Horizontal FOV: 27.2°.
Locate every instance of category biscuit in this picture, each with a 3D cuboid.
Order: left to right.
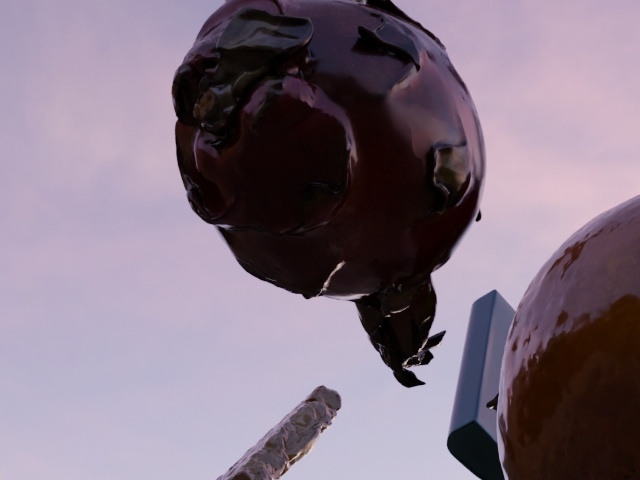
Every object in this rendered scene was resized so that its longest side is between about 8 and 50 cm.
[{"bbox_3d":[-0.057,0.184,1.009,0.144,0.224,0.033,-43,-94,16],"label":"biscuit"}]

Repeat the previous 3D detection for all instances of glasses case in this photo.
[{"bbox_3d":[0.238,0.201,1.817,0.070,0.301,0.117,-35,-72,28],"label":"glasses case"}]

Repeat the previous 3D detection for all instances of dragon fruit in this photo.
[{"bbox_3d":[0.016,-0.012,0.575,0.125,0.125,0.246,-27,-45,-4],"label":"dragon fruit"}]

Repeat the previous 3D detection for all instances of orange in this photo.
[{"bbox_3d":[0.224,0.097,0.651,0.284,0.226,0.283,19,-43,19],"label":"orange"}]

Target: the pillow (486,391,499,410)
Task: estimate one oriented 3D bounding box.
[{"bbox_3d":[0.265,0.172,1.300,0.208,0.053,0.119,28,-47,26],"label":"pillow"}]

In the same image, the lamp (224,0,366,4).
[{"bbox_3d":[-0.017,-0.211,1.084,0.121,0.214,0.121,4,-8,1],"label":"lamp"}]
